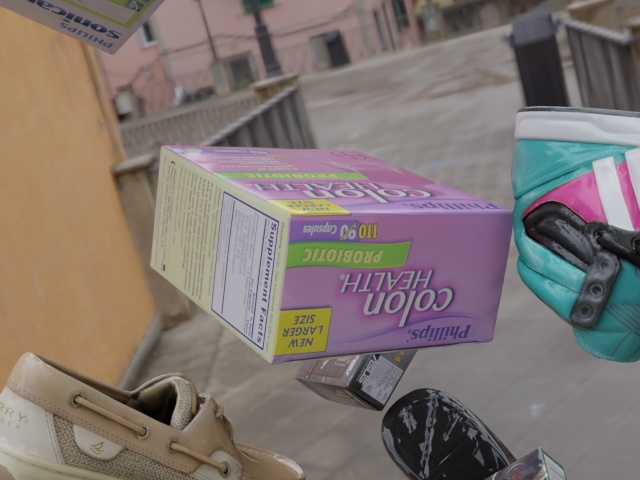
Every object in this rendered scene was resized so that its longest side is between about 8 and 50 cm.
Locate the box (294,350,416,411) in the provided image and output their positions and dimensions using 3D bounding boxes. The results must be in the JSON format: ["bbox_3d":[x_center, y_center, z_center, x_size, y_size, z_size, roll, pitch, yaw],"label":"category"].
[{"bbox_3d":[0.075,0.090,1.284,0.231,0.056,0.183,-58,14,-15],"label":"box"}]

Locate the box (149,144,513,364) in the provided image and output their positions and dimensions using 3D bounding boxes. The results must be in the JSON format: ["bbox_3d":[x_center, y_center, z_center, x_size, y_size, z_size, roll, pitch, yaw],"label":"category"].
[{"bbox_3d":[0.000,0.000,0.906,0.213,0.117,0.243,-1,18,-31],"label":"box"}]

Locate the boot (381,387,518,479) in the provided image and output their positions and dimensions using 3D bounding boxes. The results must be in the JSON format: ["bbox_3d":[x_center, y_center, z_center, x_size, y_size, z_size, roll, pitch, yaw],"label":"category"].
[{"bbox_3d":[0.219,0.364,1.226,0.138,0.284,0.377,-39,62,-12],"label":"boot"}]

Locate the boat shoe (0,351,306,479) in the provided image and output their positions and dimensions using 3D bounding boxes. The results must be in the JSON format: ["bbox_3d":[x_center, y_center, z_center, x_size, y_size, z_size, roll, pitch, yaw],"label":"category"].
[{"bbox_3d":[-0.122,0.175,0.901,0.122,0.110,0.341,21,-2,43],"label":"boat shoe"}]

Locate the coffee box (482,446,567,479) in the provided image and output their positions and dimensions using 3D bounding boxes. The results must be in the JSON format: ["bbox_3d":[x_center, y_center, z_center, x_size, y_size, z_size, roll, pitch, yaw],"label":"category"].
[{"bbox_3d":[0.171,0.275,0.907,0.113,0.040,0.184,-36,26,22],"label":"coffee box"}]

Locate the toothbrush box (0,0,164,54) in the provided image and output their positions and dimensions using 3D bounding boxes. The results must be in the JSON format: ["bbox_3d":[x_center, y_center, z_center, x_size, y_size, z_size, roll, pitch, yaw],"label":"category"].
[{"bbox_3d":[-0.211,-0.308,0.938,0.206,0.122,0.283,21,-26,-28],"label":"toothbrush box"}]

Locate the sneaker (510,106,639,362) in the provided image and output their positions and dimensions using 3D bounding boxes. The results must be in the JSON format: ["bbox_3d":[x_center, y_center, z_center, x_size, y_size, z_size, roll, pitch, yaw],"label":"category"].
[{"bbox_3d":[0.245,0.002,0.740,0.124,0.178,0.295,3,7,-36],"label":"sneaker"}]
